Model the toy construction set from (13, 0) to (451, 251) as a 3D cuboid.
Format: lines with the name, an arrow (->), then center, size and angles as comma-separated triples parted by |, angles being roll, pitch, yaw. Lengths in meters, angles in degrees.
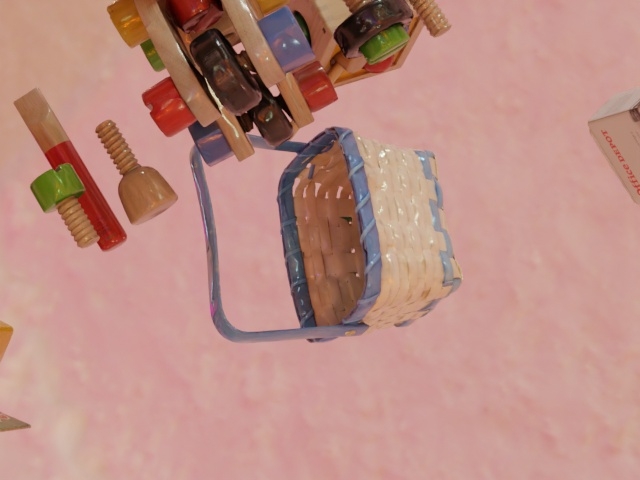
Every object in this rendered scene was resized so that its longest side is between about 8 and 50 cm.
toy construction set -> -0.122, -0.163, 1.169 | 0.309, 0.257, 0.237 | -35, 84, 28

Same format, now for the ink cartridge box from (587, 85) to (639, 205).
ink cartridge box -> 0.357, -0.105, 1.601 | 0.150, 0.109, 0.063 | -14, 26, 51

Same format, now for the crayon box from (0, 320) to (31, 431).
crayon box -> -0.399, 0.065, 1.351 | 0.319, 0.202, 0.081 | 25, 93, 12

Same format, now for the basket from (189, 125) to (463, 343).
basket -> 0.000, 0.000, 1.837 | 0.201, 0.289, 0.254 | -40, 51, 51

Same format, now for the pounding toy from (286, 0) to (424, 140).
pounding toy -> 0.020, -0.183, 1.514 | 0.100, 0.141, 0.130 | 63, 156, 17
